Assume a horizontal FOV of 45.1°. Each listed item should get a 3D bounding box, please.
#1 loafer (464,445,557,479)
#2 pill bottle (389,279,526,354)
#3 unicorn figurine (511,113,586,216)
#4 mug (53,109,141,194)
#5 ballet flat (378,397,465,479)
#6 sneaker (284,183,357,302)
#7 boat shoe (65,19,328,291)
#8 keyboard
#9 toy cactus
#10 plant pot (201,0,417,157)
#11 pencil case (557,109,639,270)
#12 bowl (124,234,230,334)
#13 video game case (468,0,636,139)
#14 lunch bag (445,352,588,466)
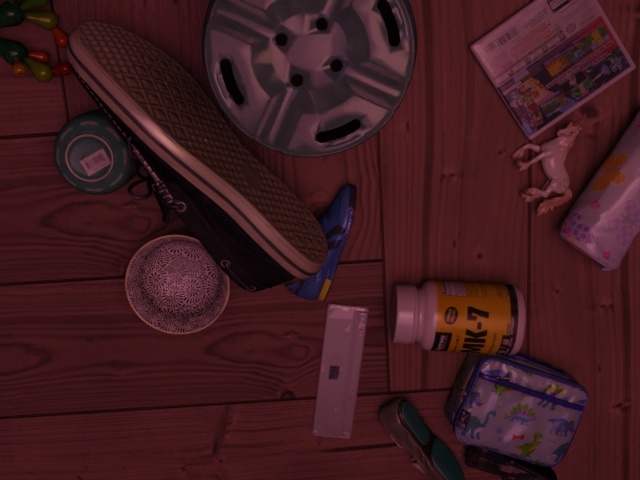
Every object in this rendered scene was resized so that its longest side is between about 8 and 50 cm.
[{"bbox_3d":[0.344,0.408,1.400,0.170,0.062,0.061,25,112,2],"label":"loafer"},{"bbox_3d":[0.225,0.127,1.286,0.209,0.119,0.119,3,105,-1],"label":"pill bottle"},{"bbox_3d":[0.374,-0.127,1.255,0.111,0.060,0.161,-16,121,3],"label":"unicorn figurine"},{"bbox_3d":[-0.347,-0.150,1.211,0.130,0.097,0.157,14,105,-5],"label":"mug"},{"bbox_3d":[0.180,0.372,1.388,0.068,0.072,0.213,-28,105,35],"label":"ballet flat"},{"bbox_3d":[0.000,0.000,1.274,0.082,0.069,0.209,19,104,-2],"label":"sneaker"},{"bbox_3d":[-0.198,-0.106,1.154,0.156,0.186,0.500,-32,112,29],"label":"boat shoe"},{"bbox_3d":[0.034,0.235,1.369,0.072,0.014,0.256,7,105,2],"label":"keyboard"},{"bbox_3d":[-0.489,-0.327,1.168,0.181,0.112,0.219,-20,113,15],"label":"toy cactus"},{"bbox_3d":[-0.016,-0.264,1.064,0.341,0.334,0.341,0,105,0],"label":"plant pot"},{"bbox_3d":[0.500,-0.086,1.236,0.124,0.113,0.273,27,104,-28],"label":"pencil case"},{"bbox_3d":[-0.231,0.063,1.280,0.170,0.080,0.170,0,105,-1],"label":"bowl"},{"bbox_3d":[0.367,-0.291,1.223,0.201,0.023,0.183,-35,103,7],"label":"video game case"},{"bbox_3d":[0.341,0.286,1.349,0.219,0.090,0.176,21,101,-7],"label":"lunch bag"}]
